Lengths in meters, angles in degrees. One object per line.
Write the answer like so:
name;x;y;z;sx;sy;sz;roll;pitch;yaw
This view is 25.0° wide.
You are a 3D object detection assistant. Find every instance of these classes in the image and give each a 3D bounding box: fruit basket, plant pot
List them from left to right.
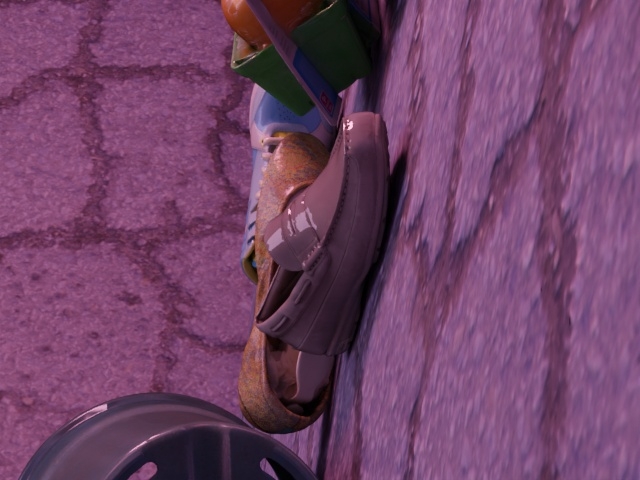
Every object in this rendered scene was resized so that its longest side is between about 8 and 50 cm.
plant pot;-0.142;0.314;1.454;0.334;0.341;0.341;148;131;-73
fruit basket;-0.066;-0.338;1.680;0.353;0.165;0.327;59;-165;-26

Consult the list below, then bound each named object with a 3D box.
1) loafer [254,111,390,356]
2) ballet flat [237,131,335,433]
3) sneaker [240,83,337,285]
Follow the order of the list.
loafer;0.000;0.000;1.444;0.112;0.111;0.319;-87;8;-46
ballet flat;-0.016;0.049;1.633;0.123;0.123;0.348;152;127;-83
sneaker;-0.043;-0.075;1.956;0.208;0.127;0.319;-88;-1;-61
